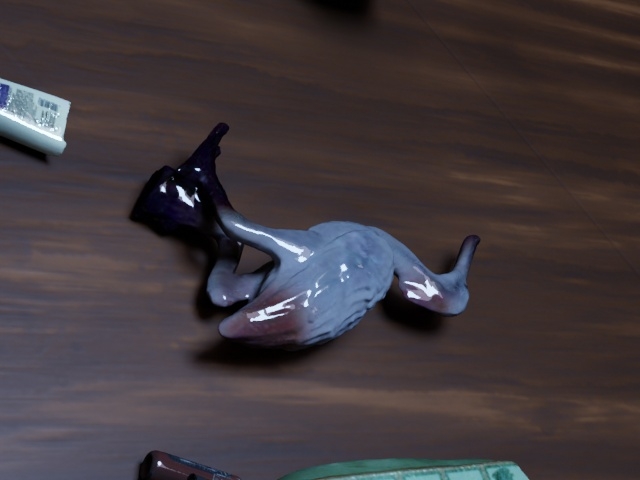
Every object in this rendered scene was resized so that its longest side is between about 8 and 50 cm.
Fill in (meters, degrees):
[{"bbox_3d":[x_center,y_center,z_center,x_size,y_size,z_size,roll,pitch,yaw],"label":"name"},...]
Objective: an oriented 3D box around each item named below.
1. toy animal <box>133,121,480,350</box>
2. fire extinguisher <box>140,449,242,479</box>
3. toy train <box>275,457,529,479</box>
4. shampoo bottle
[{"bbox_3d":[0.012,0.021,1.214,0.324,0.090,0.195,18,49,-25],"label":"toy animal"},{"bbox_3d":[-0.072,0.171,1.063,0.100,0.046,0.032,22,60,-22],"label":"fire extinguisher"},{"bbox_3d":[0.031,0.236,1.036,0.326,0.129,0.159,1,56,-40],"label":"toy train"},{"bbox_3d":[-0.254,-0.107,1.143,0.141,0.034,0.049,21,54,-25],"label":"shampoo bottle"}]
